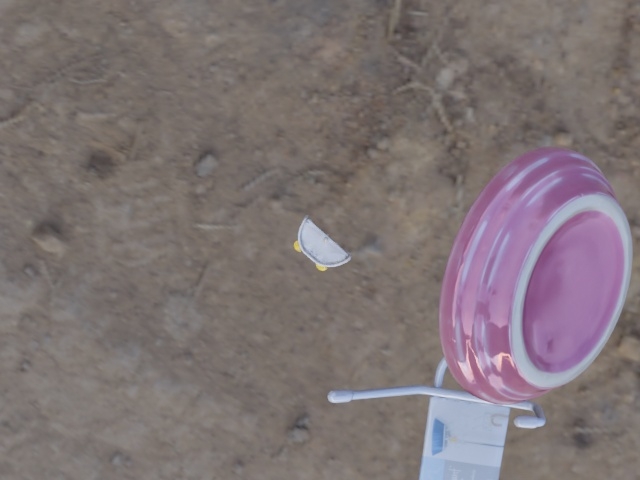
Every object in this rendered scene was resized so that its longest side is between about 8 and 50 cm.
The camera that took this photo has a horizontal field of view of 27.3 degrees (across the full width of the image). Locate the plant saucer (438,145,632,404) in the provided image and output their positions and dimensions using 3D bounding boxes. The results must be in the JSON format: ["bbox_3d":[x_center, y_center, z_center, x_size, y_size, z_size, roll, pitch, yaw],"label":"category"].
[{"bbox_3d":[0.283,0.053,1.632,0.332,0.084,0.332,-20,119,-41],"label":"plant saucer"}]

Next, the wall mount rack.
[{"bbox_3d":[0.153,0.320,1.875,0.304,0.130,0.350,7,101,3],"label":"wall mount rack"}]

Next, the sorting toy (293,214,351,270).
[{"bbox_3d":[0.000,0.000,1.803,0.083,0.075,0.045,42,107,-8],"label":"sorting toy"}]
